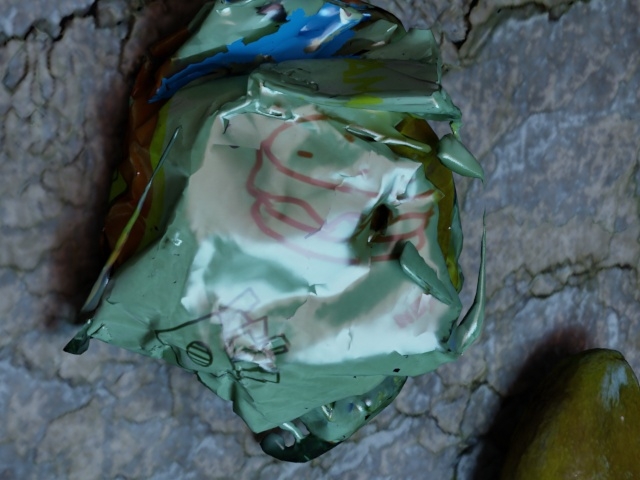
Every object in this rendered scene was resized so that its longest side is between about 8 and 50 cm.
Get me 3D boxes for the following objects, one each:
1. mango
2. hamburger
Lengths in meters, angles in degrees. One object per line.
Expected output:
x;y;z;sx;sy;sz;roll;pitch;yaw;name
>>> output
0.205;0.233;1.108;0.193;0.146;0.316;-21;106;-37;mango
0.008;-0.001;0.913;0.276;0.150;0.260;33;83;-36;hamburger
